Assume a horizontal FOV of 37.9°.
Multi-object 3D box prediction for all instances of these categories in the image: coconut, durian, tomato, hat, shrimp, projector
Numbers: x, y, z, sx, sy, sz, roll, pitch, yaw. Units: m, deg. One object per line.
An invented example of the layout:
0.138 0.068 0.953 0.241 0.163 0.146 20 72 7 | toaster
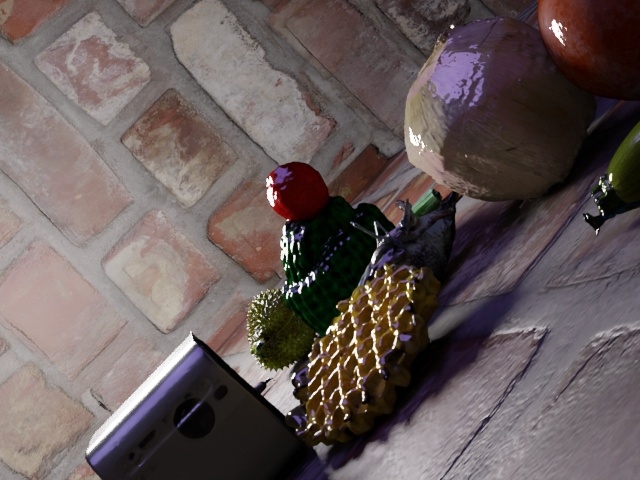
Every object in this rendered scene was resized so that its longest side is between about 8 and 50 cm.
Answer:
0.268 -0.211 1.494 0.297 0.254 0.297 -55 21 34 | coconut
-0.086 0.202 2.060 0.146 0.159 0.198 125 150 -52 | durian
0.440 -0.316 1.302 0.265 0.265 0.265 -46 6 6 | tomato
0.000 0.000 1.803 0.242 0.332 0.274 -33 15 30 | hat
0.142 0.010 1.577 0.137 0.172 0.372 -1 52 35 | shrimp
-0.201 0.324 1.506 0.249 0.248 0.248 -46 6 -7 | projector

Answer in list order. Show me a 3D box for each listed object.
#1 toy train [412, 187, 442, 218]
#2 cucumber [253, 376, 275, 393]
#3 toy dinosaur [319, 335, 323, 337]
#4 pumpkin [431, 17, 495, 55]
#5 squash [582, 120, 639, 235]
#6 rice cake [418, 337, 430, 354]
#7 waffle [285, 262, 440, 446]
0.244 -0.075 2.154 0.093 0.038 0.056 -44 12 16 | toy train
-0.169 0.364 2.081 0.163 0.039 0.043 -50 27 -14 | cucumber
0.052 0.130 2.062 0.197 0.045 0.080 -58 5 -19 | toy dinosaur
0.389 -0.396 2.209 0.325 0.242 0.232 -46 44 25 | pumpkin
0.417 -0.135 1.039 0.331 0.087 0.087 -45 5 22 | squash
0.091 0.190 1.408 0.207 0.033 0.033 -40 19 41 | rice cake
0.059 0.168 1.366 0.329 0.062 0.329 -50 18 23 | waffle
